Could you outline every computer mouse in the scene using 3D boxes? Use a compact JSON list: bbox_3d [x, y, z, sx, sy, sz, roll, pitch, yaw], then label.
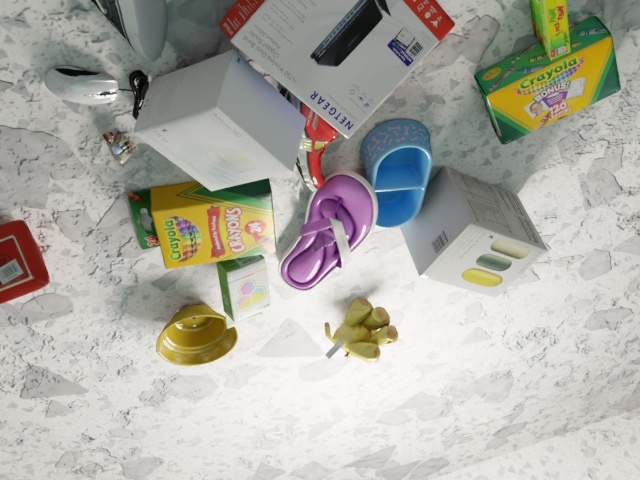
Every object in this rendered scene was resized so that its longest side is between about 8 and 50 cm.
[{"bbox_3d":[-0.424,-0.284,1.436,0.193,0.042,0.106,3,137,-20],"label":"computer mouse"}]

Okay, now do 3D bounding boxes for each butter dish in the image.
[{"bbox_3d":[-0.680,0.044,1.676,0.160,0.118,0.160,-21,95,5],"label":"butter dish"}]

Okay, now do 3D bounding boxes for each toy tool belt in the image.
[{"bbox_3d":[-0.407,-0.200,1.538,0.051,0.052,0.083,-40,147,-20],"label":"toy tool belt"}]

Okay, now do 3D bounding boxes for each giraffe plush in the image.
[{"bbox_3d":[0.115,0.284,2.159,0.210,0.181,0.170,-29,160,0],"label":"giraffe plush"}]

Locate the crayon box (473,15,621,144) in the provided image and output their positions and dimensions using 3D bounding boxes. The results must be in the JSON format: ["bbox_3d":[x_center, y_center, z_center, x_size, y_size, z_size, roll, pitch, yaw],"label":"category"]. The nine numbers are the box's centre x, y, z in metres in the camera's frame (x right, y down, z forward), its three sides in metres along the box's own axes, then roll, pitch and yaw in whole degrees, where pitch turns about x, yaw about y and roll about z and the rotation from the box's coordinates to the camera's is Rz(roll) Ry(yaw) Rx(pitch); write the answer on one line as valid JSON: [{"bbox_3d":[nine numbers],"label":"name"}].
[{"bbox_3d":[0.489,-0.340,1.622,0.278,0.081,0.165,-25,138,11],"label":"crayon box"}]

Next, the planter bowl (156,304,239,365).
[{"bbox_3d":[-0.331,0.234,2.001,0.217,0.090,0.217,-10,137,-9],"label":"planter bowl"}]

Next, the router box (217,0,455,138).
[{"bbox_3d":[0.038,-0.393,1.373,0.301,0.082,0.335,-47,132,12],"label":"router box"}]

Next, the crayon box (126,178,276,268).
[{"bbox_3d":[-0.266,-0.040,1.726,0.318,0.081,0.202,-9,139,-6],"label":"crayon box"}]

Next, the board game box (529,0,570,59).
[{"bbox_3d":[0.444,-0.455,1.472,0.043,0.092,0.181,-21,139,7],"label":"board game box"}]

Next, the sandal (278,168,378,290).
[{"bbox_3d":[0.014,0.006,1.796,0.169,0.102,0.416,25,134,-4],"label":"sandal"}]

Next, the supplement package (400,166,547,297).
[{"bbox_3d":[0.371,-0.015,1.858,0.262,0.198,0.199,16,129,-31],"label":"supplement package"}]

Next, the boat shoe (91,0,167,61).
[{"bbox_3d":[-0.345,-0.426,1.266,0.102,0.108,0.301,13,155,15],"label":"boat shoe"}]

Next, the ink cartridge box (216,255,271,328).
[{"bbox_3d":[-0.188,0.135,1.891,0.109,0.062,0.209,-21,126,-26],"label":"ink cartridge box"}]

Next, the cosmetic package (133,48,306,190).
[{"bbox_3d":[-0.189,-0.220,1.443,0.224,0.138,0.224,-10,146,36],"label":"cosmetic package"}]

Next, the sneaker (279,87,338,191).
[{"bbox_3d":[-0.005,-0.215,1.597,0.118,0.107,0.279,-17,140,-6],"label":"sneaker"}]

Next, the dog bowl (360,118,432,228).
[{"bbox_3d":[0.172,-0.143,1.750,0.166,0.074,0.297,-5,137,-11],"label":"dog bowl"}]
